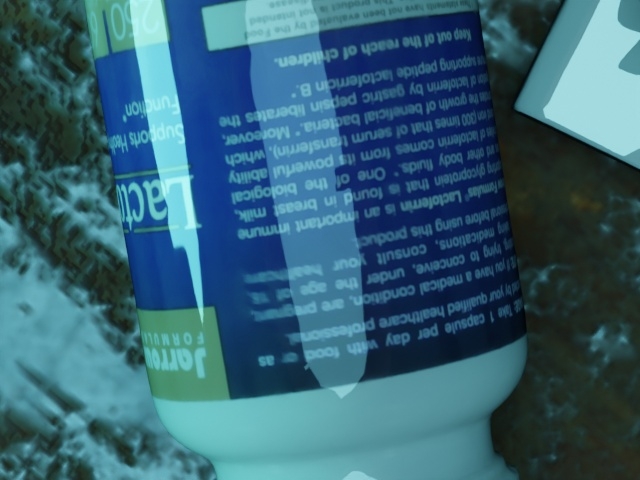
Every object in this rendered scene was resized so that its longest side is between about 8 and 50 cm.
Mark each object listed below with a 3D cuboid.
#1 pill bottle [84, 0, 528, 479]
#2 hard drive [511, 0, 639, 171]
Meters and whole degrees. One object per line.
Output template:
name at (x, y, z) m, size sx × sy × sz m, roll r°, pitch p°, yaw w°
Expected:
pill bottle at (0.000, 0.000, 0.786) m, size 0.153 × 0.153 × 0.265 m, roll -9°, pitch 93°, yaw 2°
hard drive at (0.237, -0.149, 0.830) m, size 0.203 × 0.040 × 0.308 m, roll 26°, pitch 94°, yaw -1°
